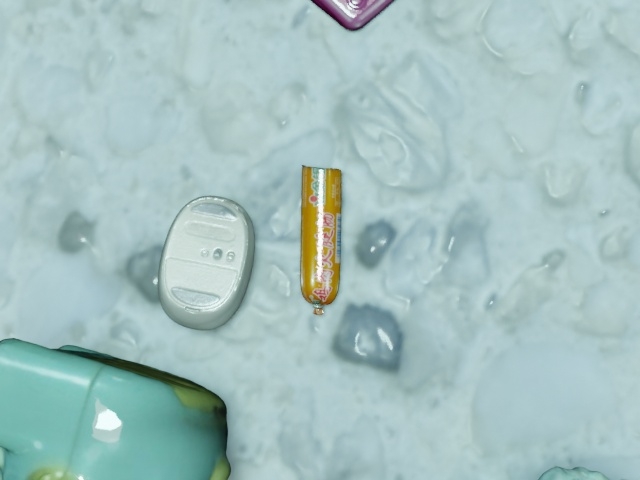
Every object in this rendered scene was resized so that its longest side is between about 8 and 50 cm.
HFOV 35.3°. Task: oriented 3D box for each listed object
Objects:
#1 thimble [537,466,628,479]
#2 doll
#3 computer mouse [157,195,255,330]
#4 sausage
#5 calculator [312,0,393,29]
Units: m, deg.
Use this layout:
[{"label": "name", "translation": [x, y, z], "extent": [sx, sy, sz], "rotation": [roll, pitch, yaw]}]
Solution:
[{"label": "thimble", "translation": [0.136, 0.260, 0.610], "extent": [0.250, 0.205, 0.172], "rotation": [-45, 81, 0]}, {"label": "doll", "translation": [-0.157, 0.207, 0.650], "extent": [0.161, 0.177, 0.261], "rotation": [15, 83, 5]}, {"label": "computer mouse", "translation": [-0.081, 0.017, 0.723], "extent": [0.065, 0.039, 0.096], "rotation": [11, 79, 4]}, {"label": "sausage", "translation": [0.000, 0.000, 0.722], "extent": [0.031, 0.031, 0.107], "rotation": [1, 86, 4]}, {"label": "calculator", "translation": [0.000, -0.258, 0.740], "extent": [0.190, 0.034, 0.127], "rotation": [43, 88, 4]}]
